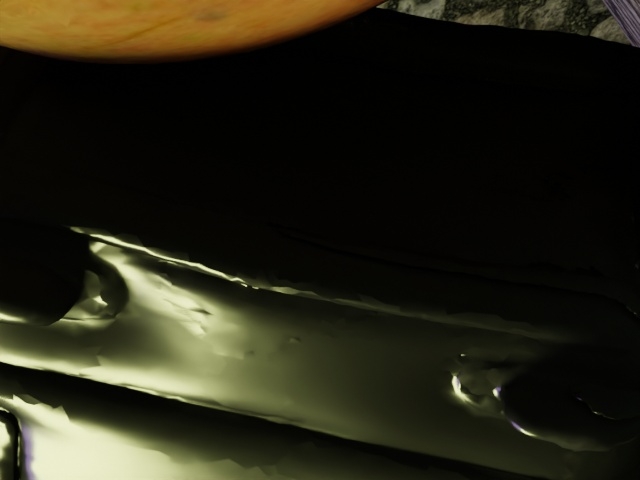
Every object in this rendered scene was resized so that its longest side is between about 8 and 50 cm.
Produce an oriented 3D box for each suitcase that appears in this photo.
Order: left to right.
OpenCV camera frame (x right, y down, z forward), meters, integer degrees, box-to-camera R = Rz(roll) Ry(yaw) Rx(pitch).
[{"bbox_3d":[0.000,0.000,0.895,0.339,0.345,0.188,-75,-6,-58],"label":"suitcase"}]

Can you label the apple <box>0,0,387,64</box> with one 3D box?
[{"bbox_3d":[-0.077,-0.242,0.761,0.364,0.364,0.364,52,-171,-12],"label":"apple"}]
